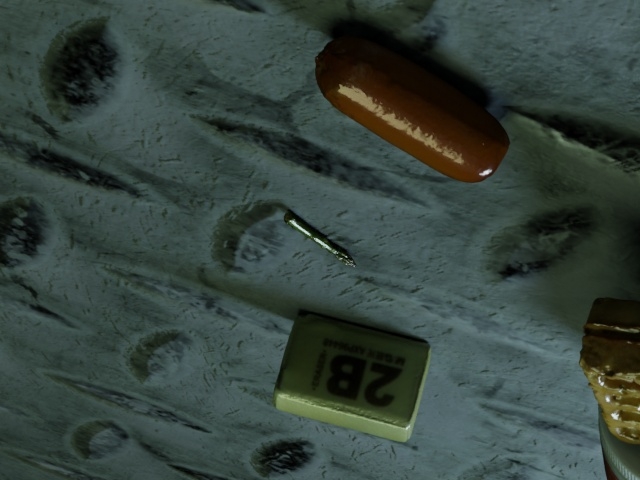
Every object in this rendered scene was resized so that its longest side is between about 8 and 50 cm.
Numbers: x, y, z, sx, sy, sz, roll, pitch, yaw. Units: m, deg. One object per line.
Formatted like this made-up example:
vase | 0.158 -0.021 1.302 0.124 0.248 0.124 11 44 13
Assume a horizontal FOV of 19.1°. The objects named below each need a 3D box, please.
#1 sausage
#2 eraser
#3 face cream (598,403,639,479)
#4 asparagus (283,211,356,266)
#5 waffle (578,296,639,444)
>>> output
sausage | 0.079 -0.117 1.674 0.197 0.076 0.076 28 154 -22
eraser | 0.038 0.162 2.271 0.172 0.117 0.058 14 157 6
face cream | 0.400 0.209 2.028 0.201 0.201 0.187 9 156 16
asparagus | 0.000 0.000 2.061 0.014 0.015 0.114 -38 133 21
waffle | 0.420 0.147 1.816 0.327 0.098 0.224 7 154 19
